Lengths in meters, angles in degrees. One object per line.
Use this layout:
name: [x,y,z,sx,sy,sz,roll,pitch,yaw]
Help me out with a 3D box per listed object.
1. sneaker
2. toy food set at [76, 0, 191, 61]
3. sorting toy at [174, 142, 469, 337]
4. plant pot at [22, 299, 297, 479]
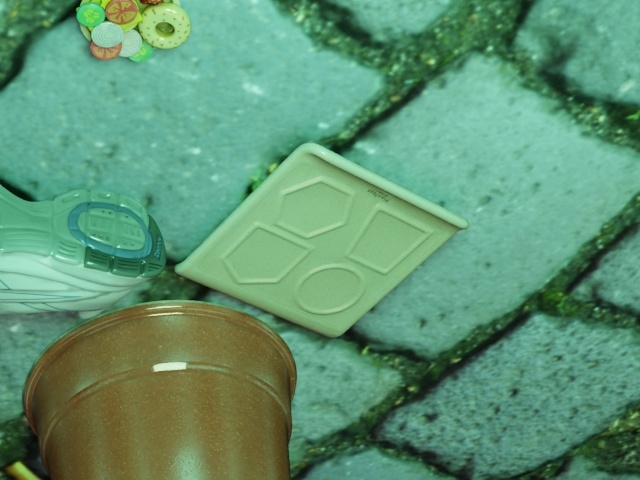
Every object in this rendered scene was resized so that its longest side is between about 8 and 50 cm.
sneaker: [-0.283,0.012,1.420,0.297,0.111,0.129,16,136,-27]
toy food set: [-0.149,-0.173,1.314,0.082,0.020,0.083,-23,137,12]
sorting toy: [0.000,0.000,1.528,0.193,0.038,0.208,25,130,-34]
plant pot: [-0.137,0.244,1.582,0.272,0.265,0.272,-7,138,-6]
